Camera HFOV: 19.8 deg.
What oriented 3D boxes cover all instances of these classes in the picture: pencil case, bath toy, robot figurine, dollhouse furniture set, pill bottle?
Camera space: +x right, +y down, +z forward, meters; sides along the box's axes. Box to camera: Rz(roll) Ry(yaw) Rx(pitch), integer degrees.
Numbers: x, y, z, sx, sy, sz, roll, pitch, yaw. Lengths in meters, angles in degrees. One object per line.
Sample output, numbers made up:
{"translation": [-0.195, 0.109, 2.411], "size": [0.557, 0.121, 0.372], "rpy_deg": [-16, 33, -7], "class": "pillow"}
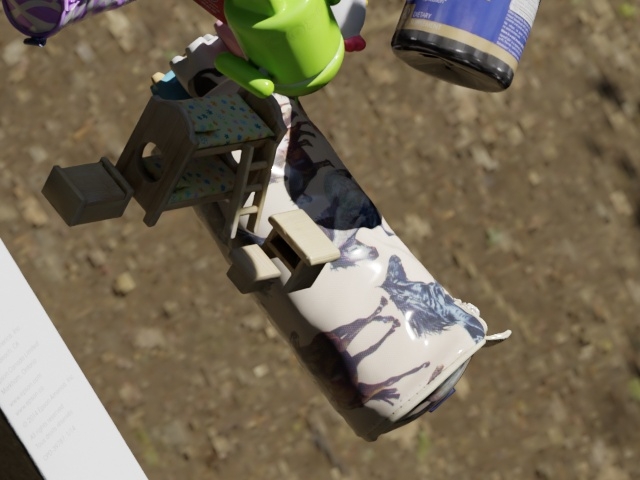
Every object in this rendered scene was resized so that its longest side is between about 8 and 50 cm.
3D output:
{"translation": [0.000, 0.000, 1.864], "size": [0.183, 0.160, 0.410], "rpy_deg": [-31, 78, -30], "class": "pencil case"}
{"translation": [-0.193, -0.242, 1.617], "size": [0.206, 0.088, 0.086], "rpy_deg": [-35, 118, -48], "class": "pencil case"}
{"translation": [-0.053, -0.223, 2.108], "size": [0.129, 0.348, 0.151], "rpy_deg": [53, 52, -4], "class": "bath toy"}
{"translation": [-0.023, -0.143, 1.233], "size": [0.101, 0.067, 0.115], "rpy_deg": [-57, 146, -22], "class": "robot figurine"}
{"translation": [-0.088, -0.033, 1.433], "size": [0.182, 0.101, 0.161], "rpy_deg": [-14, 54, -48], "class": "dollhouse furniture set"}
{"translation": [0.158, -0.262, 1.743], "size": [0.123, 0.123, 0.219], "rpy_deg": [24, 83, -38], "class": "pill bottle"}

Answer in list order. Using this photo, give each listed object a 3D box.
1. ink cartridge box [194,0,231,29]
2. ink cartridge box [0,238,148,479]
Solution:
{"translation": [-0.054, -0.264, 1.757], "size": [0.099, 0.135, 0.056], "rpy_deg": [38, 41, 12], "class": "ink cartridge box"}
{"translation": [-0.207, 0.071, 0.981], "size": [0.065, 0.165, 0.332], "rpy_deg": [-46, 117, -41], "class": "ink cartridge box"}
